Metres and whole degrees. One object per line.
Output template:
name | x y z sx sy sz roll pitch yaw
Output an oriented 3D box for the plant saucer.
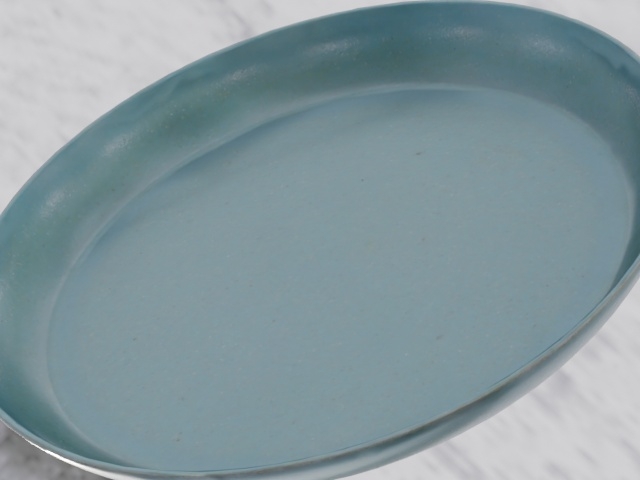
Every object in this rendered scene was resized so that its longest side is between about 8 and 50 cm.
plant saucer | 0.000 0.000 0.810 0.317 0.317 0.043 26 145 46
